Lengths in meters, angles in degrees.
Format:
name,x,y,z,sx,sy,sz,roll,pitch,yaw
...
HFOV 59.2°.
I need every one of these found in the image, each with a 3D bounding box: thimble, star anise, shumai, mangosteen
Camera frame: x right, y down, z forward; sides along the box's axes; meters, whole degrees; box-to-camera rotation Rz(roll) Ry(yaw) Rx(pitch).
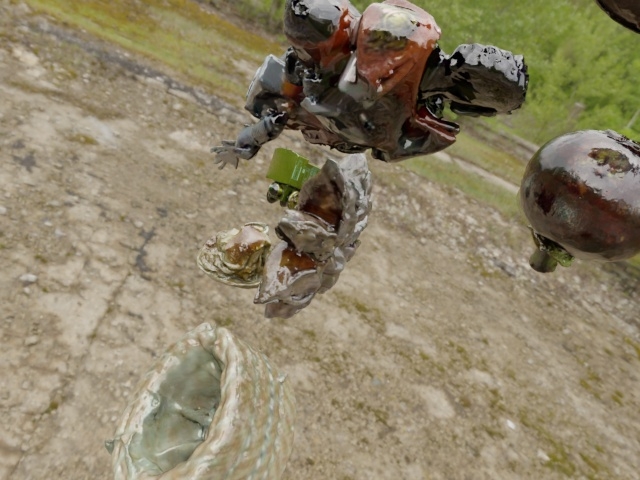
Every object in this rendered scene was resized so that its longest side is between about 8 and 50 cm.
name,x,y,z,sx,sy,sz,roll,pitch,yaw
thimble,-0.142,0.234,0.710,0.196,0.229,0.148,14,-25,41
star anise,0.001,-0.001,0.943,0.117,0.332,0.331,34,21,12
shumai,-0.137,0.016,1.020,0.145,0.116,0.145,17,34,-11
mangosteen,0.427,-0.041,0.923,0.231,0.289,0.231,10,37,-8

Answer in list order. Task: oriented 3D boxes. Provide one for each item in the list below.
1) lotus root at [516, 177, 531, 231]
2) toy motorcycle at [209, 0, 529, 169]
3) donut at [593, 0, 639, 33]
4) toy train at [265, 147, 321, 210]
name,x,y,z,sx,sy,sz,roll,pitch,yaw
lotus root,0.581,-0.095,1.514,0.077,0.090,0.183,70,7,-67
toy motorcycle,-0.001,-0.150,0.591,0.207,0.134,0.401,24,-15,-31
donut,0.523,-0.362,0.662,0.259,0.136,0.345,23,-19,-21
toy train,-0.047,-0.137,1.405,0.090,0.137,0.225,20,4,30
